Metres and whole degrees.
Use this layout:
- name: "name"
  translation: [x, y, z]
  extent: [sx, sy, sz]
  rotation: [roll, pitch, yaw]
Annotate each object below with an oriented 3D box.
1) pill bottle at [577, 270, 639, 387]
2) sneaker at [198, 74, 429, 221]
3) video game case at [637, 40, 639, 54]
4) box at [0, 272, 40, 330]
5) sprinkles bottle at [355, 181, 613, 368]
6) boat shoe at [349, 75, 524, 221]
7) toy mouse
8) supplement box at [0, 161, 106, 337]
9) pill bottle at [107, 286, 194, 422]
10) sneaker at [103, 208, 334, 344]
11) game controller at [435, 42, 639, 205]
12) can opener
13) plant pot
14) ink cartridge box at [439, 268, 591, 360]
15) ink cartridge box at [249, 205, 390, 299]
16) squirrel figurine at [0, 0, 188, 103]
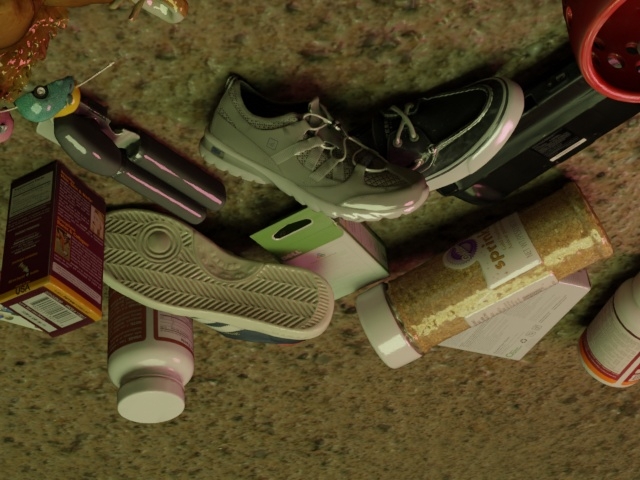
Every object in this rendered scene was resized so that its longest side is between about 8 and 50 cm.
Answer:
- name: "pill bottle"
  translation: [0.509, 0.133, 1.712]
  extent: [0.121, 0.121, 0.221]
  rotation: [4, 142, -15]
- name: "sneaker"
  translation: [-0.004, -0.107, 1.254]
  extent: [0.281, 0.105, 0.115]
  rotation: [18, 118, 4]
- name: "video game case"
  translation: [0.423, -0.245, 0.985]
  extent: [0.193, 0.023, 0.212]
  rotation: [1, 141, -15]
- name: "box"
  translation: [-0.431, 0.095, 1.581]
  extent: [0.136, 0.028, 0.081]
  rotation: [22, 134, -31]
- name: "sprinkles bottle"
  translation: [0.227, 0.051, 1.510]
  extent: [0.355, 0.121, 0.121]
  rotation: [-29, 139, 12]
- name: "boat shoe"
  translation: [0.106, -0.122, 1.323]
  extent: [0.301, 0.108, 0.102]
  rotation: [-26, 142, 35]
- name: "toy mouse"
  translation: [-0.287, -0.122, 1.037]
  extent: [0.161, 0.143, 0.031]
  rotation: [-22, 99, 15]
- name: "supplement box"
  translation: [-0.334, 0.011, 1.348]
  extent: [0.081, 0.188, 0.104]
  rotation: [-21, 141, 19]
- name: "pill bottle"
  translation: [-0.241, 0.142, 1.517]
  extent: [0.121, 0.216, 0.121]
  rotation: [-4, 143, -3]
- name: "sneaker"
  translation: [-0.161, 0.067, 1.478]
  extent: [0.350, 0.131, 0.148]
  rotation: [22, 159, -4]
- name: "game controller"
  translation: [0.282, -0.143, 1.359]
  extent: [0.319, 0.067, 0.166]
  rotation: [-33, 155, 31]
- name: "can opener"
  translation: [-0.231, -0.088, 1.324]
  extent: [0.074, 0.093, 0.280]
  rotation: [-30, 143, 26]
- name: "plant pot"
  translation: [0.340, -0.265, 1.102]
  extent: [0.191, 0.174, 0.191]
  rotation: [-4, 143, -3]
- name: "ink cartridge box"
  translation: [0.273, 0.103, 1.695]
  extent: [0.224, 0.045, 0.223]
  rotation: [11, 139, -21]
- name: "ink cartridge box"
  translation: [0.000, 0.000, 1.496]
  extent: [0.109, 0.062, 0.209]
  rotation: [-24, 140, 22]
- name: "squirrel figurine"
  translation: [-0.309, -0.260, 0.962]
  extent: [0.370, 0.281, 0.397]
  rotation: [-21, -171, -23]
